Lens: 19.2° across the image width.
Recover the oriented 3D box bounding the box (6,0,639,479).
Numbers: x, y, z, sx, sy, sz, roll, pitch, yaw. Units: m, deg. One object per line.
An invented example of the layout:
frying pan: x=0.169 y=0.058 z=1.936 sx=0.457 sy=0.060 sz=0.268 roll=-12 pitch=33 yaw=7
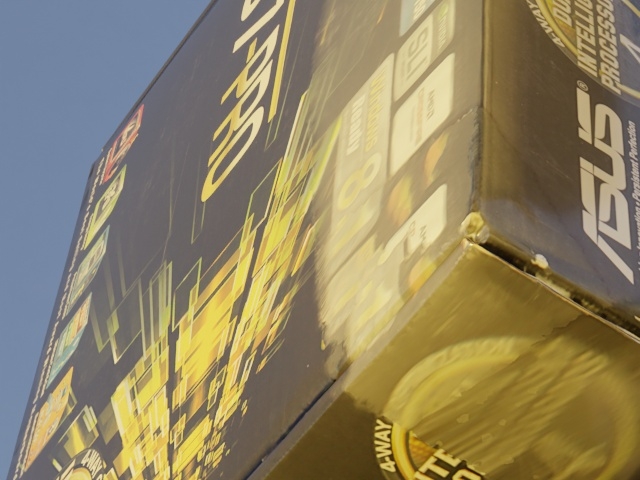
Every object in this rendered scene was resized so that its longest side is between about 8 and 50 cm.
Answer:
box: x=0.000 y=0.000 z=0.672 sx=0.097 sy=0.395 sz=0.318 roll=31 pitch=-55 yaw=-18
